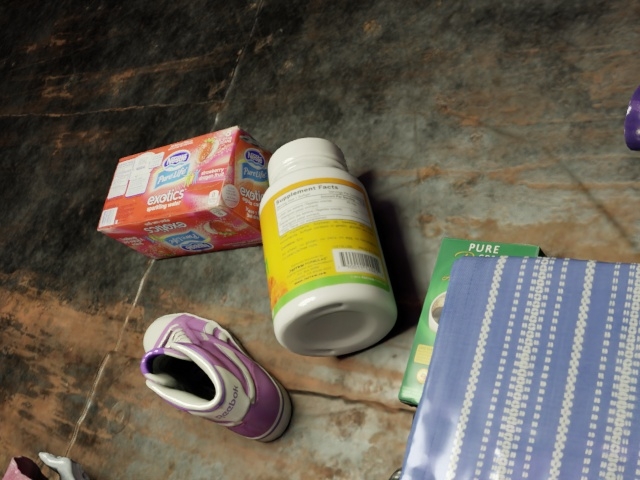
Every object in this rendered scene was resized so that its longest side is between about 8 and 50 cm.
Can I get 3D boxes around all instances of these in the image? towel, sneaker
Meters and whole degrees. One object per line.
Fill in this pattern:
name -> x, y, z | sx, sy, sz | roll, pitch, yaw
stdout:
towel -> 0.228, 0.128, 0.485 | 0.336, 0.040, 0.243 | 4, 63, 31
sneaker -> -0.172, 0.142, 0.845 | 0.282, 0.161, 0.102 | 19, 80, 44

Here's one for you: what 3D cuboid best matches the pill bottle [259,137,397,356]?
pill bottle -> 0.000, 0.000, 0.803 | 0.136, 0.136, 0.245 | -29, 51, 23

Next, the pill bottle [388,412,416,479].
pill bottle -> 0.110, 0.265, 0.575 | 0.123, 0.123, 0.219 | -6, 62, 36

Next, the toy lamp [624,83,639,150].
toy lamp -> 0.408, -0.093, 0.573 | 0.275, 0.080, 0.080 | 20, 79, 42

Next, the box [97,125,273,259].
box -> -0.189, -0.061, 0.997 | 0.257, 0.123, 0.128 | -8, 61, 35

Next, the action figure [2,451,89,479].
action figure -> -0.375, 0.450, 0.808 | 0.276, 0.248, 0.370 | 12, 62, 21

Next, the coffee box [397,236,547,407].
coffee box -> 0.158, 0.089, 0.694 | 0.113, 0.040, 0.184 | 4, 69, 39
